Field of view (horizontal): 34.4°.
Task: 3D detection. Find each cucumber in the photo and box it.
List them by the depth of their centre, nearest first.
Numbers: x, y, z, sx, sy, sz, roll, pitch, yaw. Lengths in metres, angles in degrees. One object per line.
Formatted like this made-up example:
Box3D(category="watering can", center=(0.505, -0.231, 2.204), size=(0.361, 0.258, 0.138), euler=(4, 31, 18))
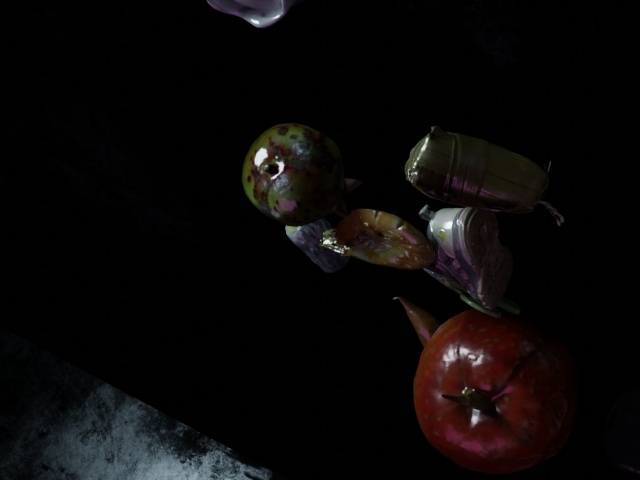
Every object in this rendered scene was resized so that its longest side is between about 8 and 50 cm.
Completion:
Box3D(category="cucumber", center=(-0.002, -0.001, 1.620), size=(0.112, 0.064, 0.064), euler=(43, 154, -29))

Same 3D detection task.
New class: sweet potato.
Box3D(category="sweet potato", center=(0.190, 0.158, 1.707), size=(0.195, 0.056, 0.056), euler=(42, 155, -9))

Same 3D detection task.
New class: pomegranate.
Box3D(category="pomegranate", center=(-0.027, -0.077, 1.408), size=(0.148, 0.148, 0.169), euler=(11, 156, 39))

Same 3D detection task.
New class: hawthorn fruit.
Box3D(category="hawthorn fruit", center=(0.258, 0.223, 1.509), size=(0.258, 0.258, 0.262), euler=(36, 177, -9))

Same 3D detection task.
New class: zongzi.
Box3D(category="zongzi", center=(0.196, -0.072, 1.257), size=(0.189, 0.081, 0.178), euler=(17, 177, 1))

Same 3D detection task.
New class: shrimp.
Box3D(category="shrimp", center=(0.070, -0.008, 1.400), size=(0.217, 0.051, 0.115), euler=(6, 138, 54))

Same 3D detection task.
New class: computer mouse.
Box3D(category="computer mouse", center=(0.532, 0.294, 1.447), size=(0.270, 0.137, 0.086), euler=(23, 159, 16))

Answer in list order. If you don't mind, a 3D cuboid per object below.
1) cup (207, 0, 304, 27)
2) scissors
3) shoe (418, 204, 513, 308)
Box3D(category="cup", center=(-0.037, -0.294, 0.947), size=(0.300, 0.173, 0.167), euler=(26, 154, 15))
Box3D(category="scissors", center=(0.193, 0.063, 1.493), size=(0.187, 0.020, 0.133), euler=(30, -168, 26))
Box3D(category="shoe", center=(0.192, 0.020, 1.385), size=(0.092, 0.089, 0.180), euler=(12, 147, 35))
